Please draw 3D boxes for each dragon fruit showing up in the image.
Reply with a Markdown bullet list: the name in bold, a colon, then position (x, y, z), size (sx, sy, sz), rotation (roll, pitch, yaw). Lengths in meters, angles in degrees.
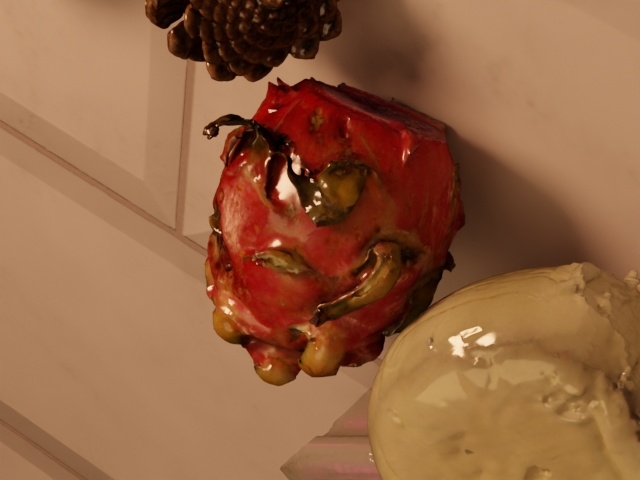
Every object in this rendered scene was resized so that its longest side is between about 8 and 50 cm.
- **dragon fruit**: position (0.000, 0.000, 1.686), size (0.250, 0.269, 0.291), rotation (27, 103, 7)

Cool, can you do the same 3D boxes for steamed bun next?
- **steamed bun**: position (0.211, 0.158, 1.669), size (0.312, 0.233, 0.333), rotation (-8, 123, 27)

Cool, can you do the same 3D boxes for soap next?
- **soap**: position (0.144, 0.297, 1.966), size (0.302, 0.159, 0.257), rotation (-6, 117, 50)

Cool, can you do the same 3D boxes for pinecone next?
- **pinecone**: position (-0.087, -0.257, 1.652), size (0.186, 0.212, 0.168), rotation (24, 121, -40)
